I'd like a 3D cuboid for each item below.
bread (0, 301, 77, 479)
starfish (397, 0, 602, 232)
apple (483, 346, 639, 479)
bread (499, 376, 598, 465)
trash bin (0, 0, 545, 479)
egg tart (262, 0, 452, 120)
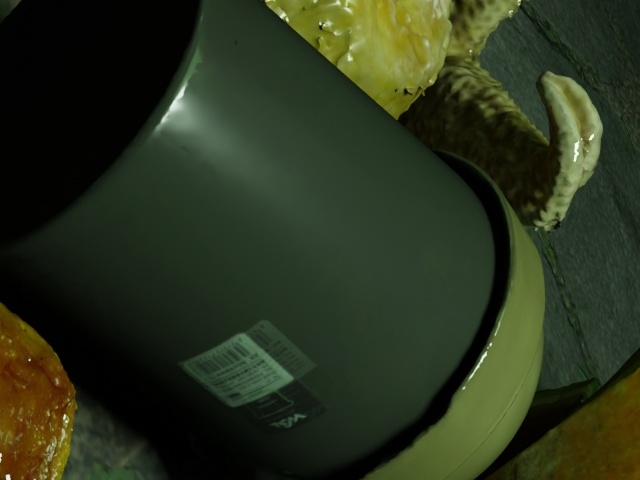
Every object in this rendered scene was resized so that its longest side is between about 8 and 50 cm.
[{"bbox_3d":[-0.191,0.037,0.532,0.271,0.077,0.139,53,34,-41],"label":"bread"},{"bbox_3d":[0.115,-0.172,1.092,0.082,0.324,0.432,26,55,-23],"label":"starfish"},{"bbox_3d":[0.263,0.226,1.040,0.374,0.374,0.384,48,39,-42],"label":"apple"},{"bbox_3d":[0.208,0.197,1.241,0.074,0.084,0.139,-24,96,-66],"label":"bread"},{"bbox_3d":[-0.020,0.014,0.749,0.334,0.214,0.214,39,39,-37],"label":"trash bin"},{"bbox_3d":[-0.003,-0.179,0.953,0.341,0.132,0.341,18,70,-62],"label":"egg tart"}]
